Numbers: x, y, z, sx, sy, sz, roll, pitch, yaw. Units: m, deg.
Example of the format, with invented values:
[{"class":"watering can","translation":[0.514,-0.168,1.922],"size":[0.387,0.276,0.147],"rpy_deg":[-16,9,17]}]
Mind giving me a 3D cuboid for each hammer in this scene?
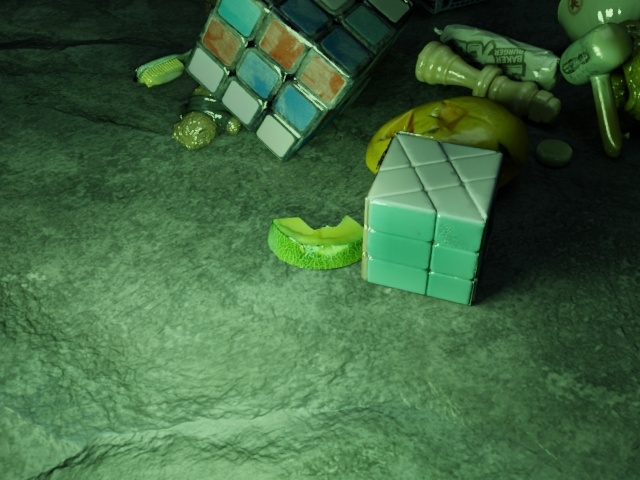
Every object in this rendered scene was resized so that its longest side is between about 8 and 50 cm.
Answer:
[{"class":"hammer","translation":[0.679,-0.349,1.608],"size":[0.113,0.202,0.305],"rpy_deg":[-13,89,-3]}]

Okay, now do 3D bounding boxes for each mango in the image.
[{"class":"mango","translation":[0.284,-0.207,1.525],"size":[0.365,0.182,0.253],"rpy_deg":[-9,46,7]}]

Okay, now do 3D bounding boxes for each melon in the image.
[{"class":"melon","translation":[0.000,0.000,1.383],"size":[0.209,0.064,0.118],"rpy_deg":[-6,39,-9]}]

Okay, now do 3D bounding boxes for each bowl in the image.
[{"class":"bowl","translation":[0.820,-0.574,1.845],"size":[0.337,0.337,0.157],"rpy_deg":[10,72,11]}]

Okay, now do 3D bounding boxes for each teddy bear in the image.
[{"class":"teddy bear","translation":[-0.274,-0.328,1.674],"size":[0.182,0.129,0.251],"rpy_deg":[3,43,31]}]

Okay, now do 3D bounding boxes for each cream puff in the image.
[{"class":"cream puff","translation":[0.786,-0.408,1.685],"size":[0.185,0.282,0.282],"rpy_deg":[-24,36,28]}]

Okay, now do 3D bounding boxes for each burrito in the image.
[{"class":"burrito","translation":[0.484,-0.515,1.868],"size":[0.101,0.139,0.445],"rpy_deg":[-49,49,-4]}]

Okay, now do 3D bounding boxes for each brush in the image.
[{"class":"brush","translation":[-0.397,-0.501,1.915],"size":[0.060,0.068,0.297],"rpy_deg":[44,55,13]}]

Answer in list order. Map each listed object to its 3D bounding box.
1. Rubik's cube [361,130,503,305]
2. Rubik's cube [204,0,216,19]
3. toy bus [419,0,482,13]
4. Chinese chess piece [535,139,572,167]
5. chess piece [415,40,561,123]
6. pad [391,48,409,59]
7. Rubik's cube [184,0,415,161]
[{"class":"Rubik's cube","translation":[0.218,-0.045,1.307],"size":[0.231,0.224,0.221],"rpy_deg":[13,45,14]},{"class":"Rubik's cube","translation":[-0.204,-0.741,2.029],"size":[0.237,0.237,0.238],"rpy_deg":[-25,49,-23]},{"class":"toy bus","translation":[0.419,-0.829,2.194],"size":[0.292,0.133,0.125],"rpy_deg":[-20,52,-23]},{"class":"Chinese chess piece","translation":[0.561,-0.210,1.615],"size":[0.084,0.034,0.084],"rpy_deg":[0,41,0]},{"class":"chess piece","translation":[0.447,-0.410,1.775],"size":[0.397,0.117,0.117],"rpy_deg":[30,51,25]},{"class":"pad","translation":[0.122,-0.564,1.845],"size":[0.220,0.004,0.330],"rpy_deg":[32,16,12]},{"class":"Rubik's cube","translation":[-0.050,-0.460,1.584],"size":[0.362,0.359,0.363],"rpy_deg":[41,54,-5]}]
